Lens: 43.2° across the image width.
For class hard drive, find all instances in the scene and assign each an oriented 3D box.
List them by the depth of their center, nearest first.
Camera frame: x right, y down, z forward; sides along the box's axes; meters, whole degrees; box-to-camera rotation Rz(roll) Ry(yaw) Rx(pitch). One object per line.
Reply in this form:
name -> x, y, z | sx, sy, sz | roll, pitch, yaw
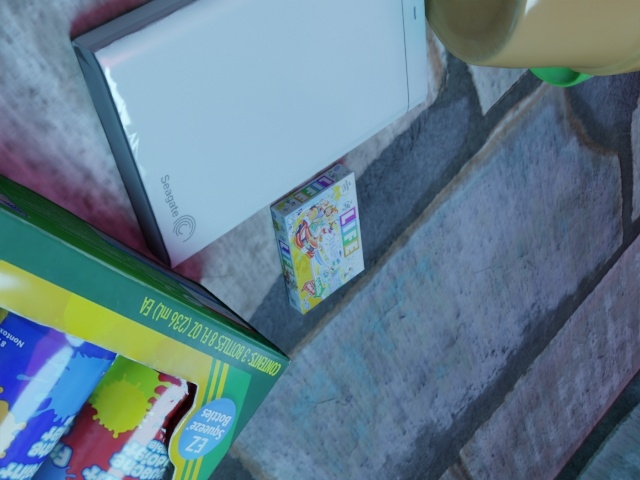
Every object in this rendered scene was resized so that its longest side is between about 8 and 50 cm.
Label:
hard drive -> -0.036, -0.156, 0.763 | 0.353, 0.047, 0.233 | -35, 138, -25

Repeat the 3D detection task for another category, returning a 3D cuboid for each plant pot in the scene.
plant pot -> 0.222, -0.289, 0.782 | 0.203, 0.291, 0.291 | -18, 131, -19

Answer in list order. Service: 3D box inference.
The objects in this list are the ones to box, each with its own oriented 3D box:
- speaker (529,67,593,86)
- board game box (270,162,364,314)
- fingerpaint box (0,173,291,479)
speaker -> 0.384, -0.325, 1.040 | 0.296, 0.131, 0.131 | -41, 141, -19
board game box -> 0.000, 0.000, 0.934 | 0.103, 0.026, 0.154 | -36, 138, -26
fingerpaint box -> -0.280, 0.148, 0.619 | 0.371, 0.163, 0.445 | -54, 143, -3
